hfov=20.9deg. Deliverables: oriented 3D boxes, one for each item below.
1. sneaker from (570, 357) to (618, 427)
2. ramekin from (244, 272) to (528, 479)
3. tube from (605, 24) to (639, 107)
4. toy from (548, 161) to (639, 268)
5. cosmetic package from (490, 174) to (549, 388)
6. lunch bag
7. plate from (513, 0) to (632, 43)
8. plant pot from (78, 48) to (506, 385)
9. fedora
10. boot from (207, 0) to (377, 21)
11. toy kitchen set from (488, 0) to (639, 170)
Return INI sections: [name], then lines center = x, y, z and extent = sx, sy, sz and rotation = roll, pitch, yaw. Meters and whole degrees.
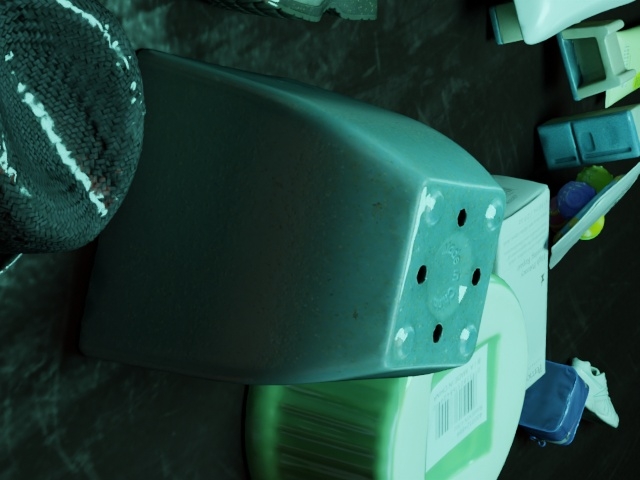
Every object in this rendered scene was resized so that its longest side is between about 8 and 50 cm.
[sneaker]
center = 0.348, 0.196, 2.200
extent = 0.152, 0.054, 0.061
rotation = 42, 64, -55
[ramekin]
center = 0.075, 0.147, 1.658
extent = 0.303, 0.148, 0.303
rotation = -29, 126, -50
[tube]
center = 0.413, -0.236, 2.125
extent = 0.240, 0.062, 0.070
rotation = -26, 83, -45
[toy]
center = 0.294, -0.040, 1.954
extent = 0.137, 0.056, 0.237
rotation = -45, 168, 1
[cosmetic package]
center = 0.184, 0.058, 1.857
extent = 0.117, 0.085, 0.231
rotation = -34, 128, -47
[lunch bag]
center = 0.278, 0.199, 2.076
extent = 0.065, 0.067, 0.098
rotation = 41, 69, -55
[plate]
center = 0.262, -0.363, 1.776
extent = 0.277, 0.045, 0.278
rotation = -26, 107, -50
[plant pot]
center = 0.000, 0.000, 1.384
extent = 0.248, 0.252, 0.247
rotation = 4, 99, -58
[fedora]
center = -0.214, -0.098, 1.101
extent = 0.334, 0.152, 0.334
rotation = -29, 126, -50
[boot]
center = -0.014, -0.265, 1.425
extent = 0.246, 0.083, 0.161
rotation = -17, 116, -64
[toy kitchen set]
center = 0.250, -0.169, 1.872
extent = 0.166, 0.122, 0.207
rotation = -28, 105, -50
